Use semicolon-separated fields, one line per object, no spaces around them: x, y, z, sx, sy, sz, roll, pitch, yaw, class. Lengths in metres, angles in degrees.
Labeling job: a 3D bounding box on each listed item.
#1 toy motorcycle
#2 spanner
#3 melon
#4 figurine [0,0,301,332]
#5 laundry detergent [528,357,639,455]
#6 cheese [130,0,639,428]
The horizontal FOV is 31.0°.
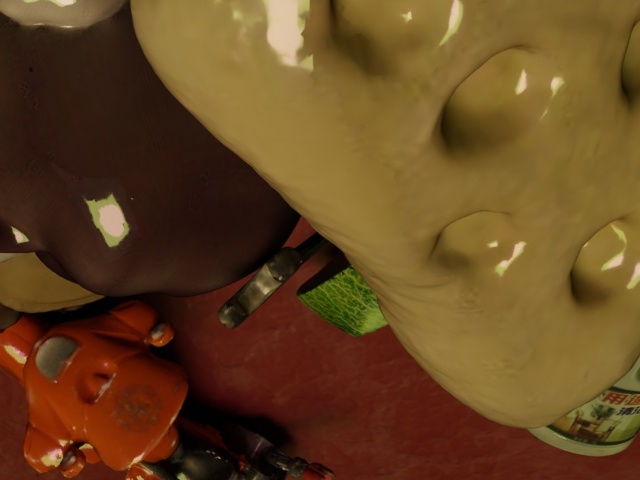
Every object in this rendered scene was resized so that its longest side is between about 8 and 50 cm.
-0.138;0.157;0.940;0.325;0.148;0.221;45;160;-32;toy motorcycle
0.000;0.000;0.696;0.015;0.254;0.054;45;112;3;spanner
0.065;0.005;0.778;0.064;0.118;0.209;47;141;-8;melon
-0.140;-0.058;0.721;0.218;0.206;0.365;-1;172;-33;figurine
0.218;0.065;0.826;0.099;0.070;0.226;21;134;4;laundry detergent
0.056;-0.049;0.565;0.328;0.129;0.351;-3;120;-34;cheese
